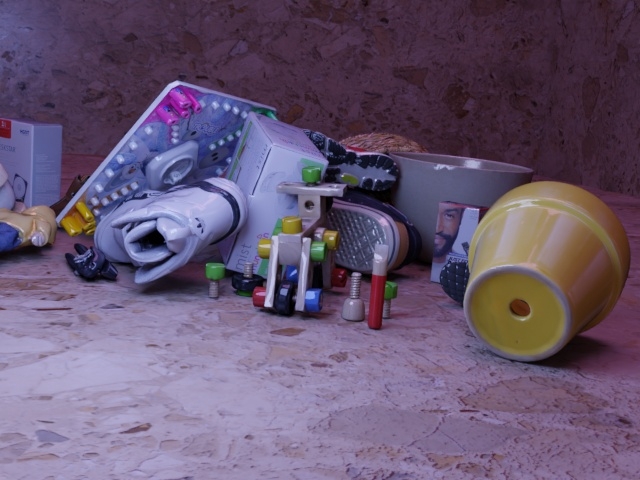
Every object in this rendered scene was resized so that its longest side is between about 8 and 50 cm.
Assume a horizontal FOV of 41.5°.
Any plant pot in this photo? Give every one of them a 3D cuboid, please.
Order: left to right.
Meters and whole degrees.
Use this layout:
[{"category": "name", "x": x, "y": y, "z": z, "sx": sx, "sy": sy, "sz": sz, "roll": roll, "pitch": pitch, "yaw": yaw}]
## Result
[{"category": "plant pot", "x": 0.340, "y": 0.062, "z": 1.328, "sx": 0.254, "sy": 0.253, "sz": 0.239, "roll": 10, "pitch": 27, "yaw": 24}]

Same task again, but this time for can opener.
[{"category": "can opener", "x": -0.441, "y": 0.040, "z": 1.574, "sx": 0.059, "sy": 0.073, "sz": 0.186, "roll": -44, "pitch": 30, "yaw": -21}]

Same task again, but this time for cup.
[{"category": "cup", "x": 0.307, "y": -0.069, "z": 1.960, "sx": 0.331, "sy": 0.236, "sz": 0.331, "roll": 7, "pitch": 10, "yaw": -1}]

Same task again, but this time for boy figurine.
[{"category": "boy figurine", "x": -0.609, "y": -0.014, "z": 1.648, "sx": 0.177, "sy": 0.092, "sz": 0.285, "roll": 6, "pitch": 10, "yaw": 8}]

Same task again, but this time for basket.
[{"category": "basket", "x": 0.182, "y": -0.138, "z": 2.173, "sx": 0.299, "sy": 0.213, "sz": 0.223, "roll": 1, "pitch": 36, "yaw": -28}]

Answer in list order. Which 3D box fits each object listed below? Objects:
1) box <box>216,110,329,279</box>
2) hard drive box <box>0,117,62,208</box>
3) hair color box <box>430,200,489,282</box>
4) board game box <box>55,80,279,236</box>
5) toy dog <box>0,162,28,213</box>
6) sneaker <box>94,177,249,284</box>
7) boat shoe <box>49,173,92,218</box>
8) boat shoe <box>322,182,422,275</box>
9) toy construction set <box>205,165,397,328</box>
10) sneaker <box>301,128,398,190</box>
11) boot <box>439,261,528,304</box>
[{"category": "box", "x": -0.113, "y": -0.091, "z": 1.672, "sx": 0.127, "sy": 0.261, "sz": 0.231, "roll": 15, "pitch": 17, "yaw": -23}, {"category": "hard drive box", "x": -0.734, "y": -0.183, "z": 2.107, "sx": 0.181, "sy": 0.232, "sz": 0.089, "roll": 12, "pitch": 13, "yaw": 38}, {"category": "hair color box", "x": 0.284, "y": 0.009, "z": 1.731, "sx": 0.093, "sy": 0.167, "sz": 0.053, "roll": 11, "pitch": 12, "yaw": 33}, {"category": "board game box", "x": -0.298, "y": -0.146, "z": 1.760, "sx": 0.050, "sy": 0.390, "sz": 0.390, "roll": 51, "pitch": 20, "yaw": 17}, {"category": "toy dog", "x": -0.771, "y": -0.101, "z": 1.868, "sx": 0.161, "sy": 0.220, "sz": 0.334, "roll": -34, "pitch": 18, "yaw": -20}, {"category": "sneaker", "x": -0.323, "y": -0.010, "z": 1.532, "sx": 0.366, "sy": 0.137, "sz": 0.210, "roll": -13, "pitch": 13, "yaw": 33}, {"category": "boat shoe", "x": -0.518, "y": -0.103, "z": 1.930, "sx": 0.307, "sy": 0.104, "sz": 0.111, "roll": -11, "pitch": 2, "yaw": 35}, {"category": "boat shoe", "x": 0.022, "y": -0.044, "z": 1.885, "sx": 0.156, "sy": 0.186, "sz": 0.500, "roll": 2, "pitch": 15, "yaw": -43}, {"category": "toy construction set", "x": 0.000, "y": 0.000, "z": 1.457, "sx": 0.309, "sy": 0.237, "sz": 0.257, "roll": 14, "pitch": 14, "yaw": 38}, {"category": "sneaker", "x": 0.031, "y": -0.172, "z": 1.865, "sx": 0.279, "sy": 0.107, "sz": 0.118, "roll": 17, "pitch": 8, "yaw": -11}, {"category": "boot", "x": 0.326, "y": 0.086, "z": 1.630, "sx": 0.247, "sy": 0.083, "sz": 0.161, "roll": 9, "pitch": 4, "yaw": -11}]
